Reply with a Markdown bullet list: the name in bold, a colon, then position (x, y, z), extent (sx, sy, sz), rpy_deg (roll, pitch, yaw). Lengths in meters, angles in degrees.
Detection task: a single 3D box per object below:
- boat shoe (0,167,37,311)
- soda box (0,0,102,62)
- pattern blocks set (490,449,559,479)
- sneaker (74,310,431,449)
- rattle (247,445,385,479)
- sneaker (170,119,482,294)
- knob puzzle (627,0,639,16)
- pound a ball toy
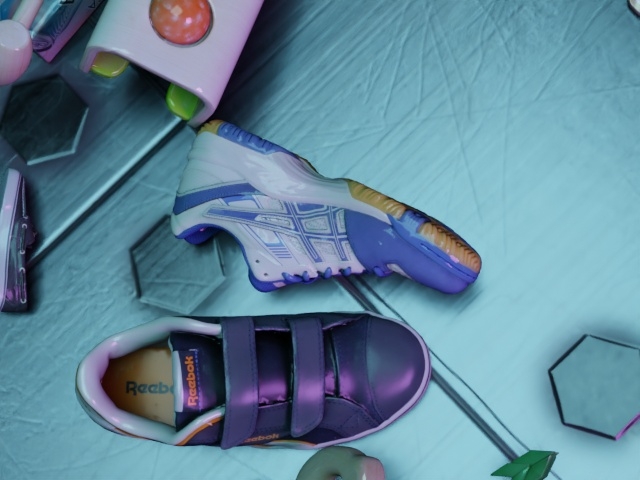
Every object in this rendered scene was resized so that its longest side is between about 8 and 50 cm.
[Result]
- **boat shoe**: position (-0.298, 0.002, 1.170), extent (0.040, 0.049, 0.142), rpy_deg (10, 77, -25)
- **soda box**: position (-0.241, -0.270, 1.200), extent (0.058, 0.063, 0.183), rpy_deg (38, 86, 12)
- **pattern blocks set**: position (0.194, 0.340, 0.989), extent (0.285, 0.026, 0.325), rpy_deg (-27, 68, 30)
- **sneaker**: position (-0.061, 0.126, 1.073), extent (0.321, 0.127, 0.126), rpy_deg (-8, 77, 4)
- **rattle**: position (0.028, 0.246, 1.062), extent (0.142, 0.199, 0.130), rpy_deg (-10, 75, -35)
- **sneaker**: position (0.000, 0.000, 1.107), extent (0.296, 0.112, 0.131), rpy_deg (24, 91, 20)
- **knob puzzle**: position (0.385, -0.256, 1.134), extent (0.213, 0.030, 0.213), rpy_deg (-1, 80, 7)
- **pound a ball toy**: position (-0.149, -0.255, 1.094), extent (0.208, 0.136, 0.319), rpy_deg (27, 73, -14)
